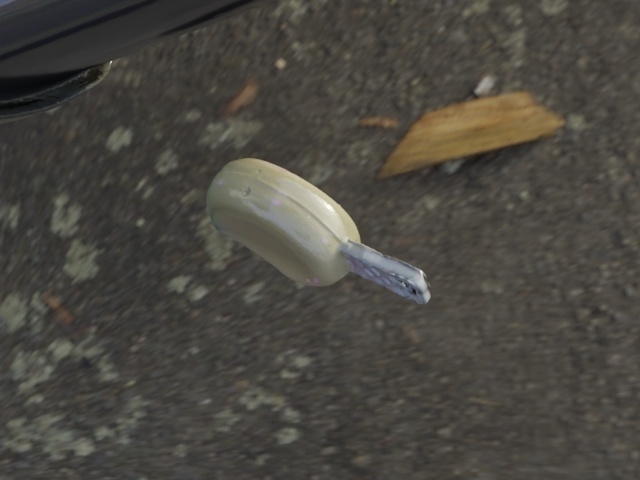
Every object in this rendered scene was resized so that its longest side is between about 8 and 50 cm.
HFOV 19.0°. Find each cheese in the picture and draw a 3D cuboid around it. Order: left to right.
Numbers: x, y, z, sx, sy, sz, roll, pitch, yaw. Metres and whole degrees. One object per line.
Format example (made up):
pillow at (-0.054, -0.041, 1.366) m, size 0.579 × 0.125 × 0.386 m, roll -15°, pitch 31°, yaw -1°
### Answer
cheese at (0.000, 0.002, 1.308) m, size 0.171 × 0.092 × 0.047 m, roll 32°, pitch 73°, yaw 8°

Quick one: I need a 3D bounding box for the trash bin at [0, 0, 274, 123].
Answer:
trash bin at (-0.100, -0.155, 0.800) m, size 0.290 × 0.209 × 0.182 m, roll -14°, pitch 92°, yaw 26°
